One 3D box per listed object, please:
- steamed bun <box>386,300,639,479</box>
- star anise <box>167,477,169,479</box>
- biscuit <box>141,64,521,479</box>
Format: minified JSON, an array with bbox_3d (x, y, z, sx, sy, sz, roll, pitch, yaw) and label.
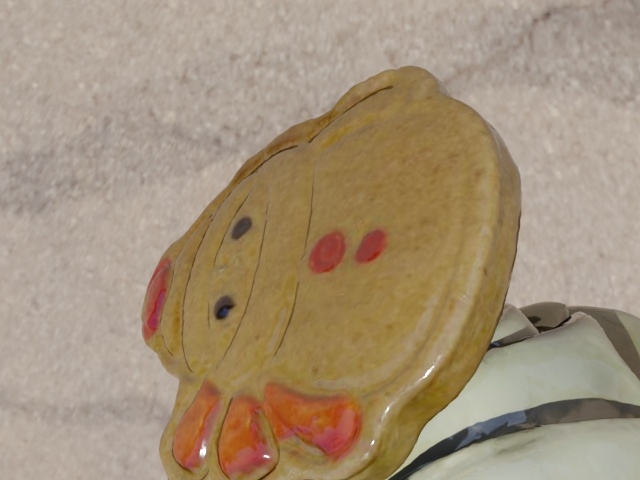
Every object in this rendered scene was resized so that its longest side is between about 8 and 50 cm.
[{"bbox_3d":[0.150,0.179,0.992,0.342,0.367,0.255,-19,93,38],"label":"steamed bun"},{"bbox_3d":[-0.153,0.411,1.722,0.144,0.158,0.140,-5,148,-13],"label":"star anise"},{"bbox_3d":[-0.014,0.038,0.982,0.381,0.359,0.074,-10,145,41],"label":"biscuit"}]
